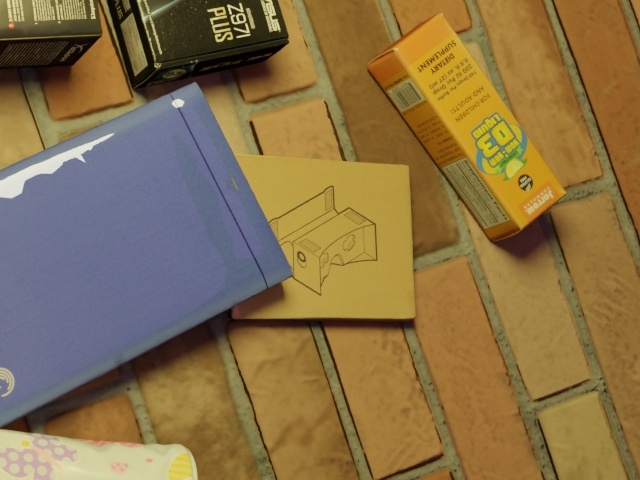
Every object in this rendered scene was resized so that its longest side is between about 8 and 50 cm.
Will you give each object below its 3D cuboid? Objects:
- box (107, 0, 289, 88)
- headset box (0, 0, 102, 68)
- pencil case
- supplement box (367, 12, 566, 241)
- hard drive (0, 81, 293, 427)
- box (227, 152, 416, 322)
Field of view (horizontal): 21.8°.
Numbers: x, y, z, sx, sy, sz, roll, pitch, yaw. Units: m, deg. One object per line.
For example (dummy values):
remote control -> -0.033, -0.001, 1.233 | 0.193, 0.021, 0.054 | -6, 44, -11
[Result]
box -> -0.132, -0.254, 1.629 | 0.147, 0.077, 0.180 | -14, 85, -27
headset box -> -0.365, -0.267, 1.508 | 0.293, 0.110, 0.218 | -7, 82, -25
pencil case -> -0.243, 0.221, 1.456 | 0.273, 0.124, 0.113 | 10, 75, -23
supplement box -> 0.153, -0.116, 1.729 | 0.078, 0.080, 0.233 | -39, 99, -23
hard drive -> -0.208, 0.010, 1.548 | 0.319, 0.040, 0.210 | -27, 91, -22
box -> 0.000, 0.000, 1.668 | 0.201, 0.021, 0.164 | 2, 78, -24
